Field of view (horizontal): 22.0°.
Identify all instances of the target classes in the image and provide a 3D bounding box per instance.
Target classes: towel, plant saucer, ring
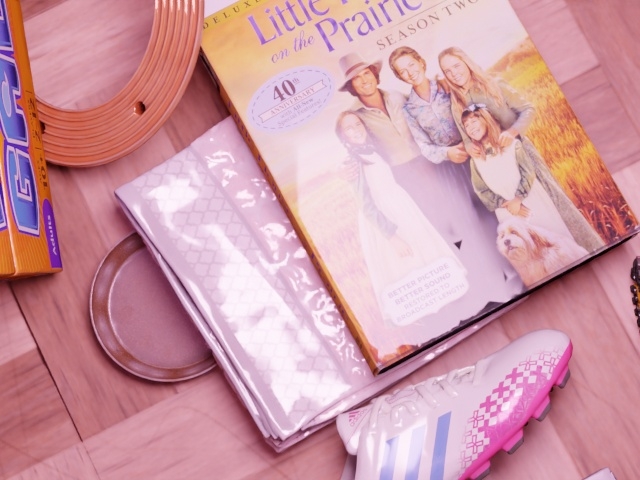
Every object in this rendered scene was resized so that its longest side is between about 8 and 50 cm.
[{"bbox_3d":[0.000,0.000,1.693,0.317,0.053,0.331,-32,81,-10],"label":"towel"},{"bbox_3d":[-0.155,0.065,1.720,0.169,0.029,0.168,-1,79,4],"label":"plant saucer"},{"bbox_3d":[-0.248,-0.244,1.706,0.337,0.032,0.336,3,95,33],"label":"ring"}]

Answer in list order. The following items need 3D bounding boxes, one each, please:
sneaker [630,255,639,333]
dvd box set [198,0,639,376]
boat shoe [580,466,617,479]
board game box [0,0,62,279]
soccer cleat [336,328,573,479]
[{"bbox_3d":[0.377,0.117,1.647,0.093,0.088,0.225,-9,79,1],"label":"sneaker"},{"bbox_3d":[0.089,-0.118,1.664,0.308,0.062,0.420,-27,81,-7],"label":"dvd box set"},{"bbox_3d":[0.175,0.333,1.617,0.301,0.108,0.102,-25,78,-8],"label":"boat shoe"},{"bbox_3d":[-0.487,-0.113,1.572,0.356,0.356,0.356,-9,89,6],"label":"board game box"},{"bbox_3d":[0.105,0.186,1.631,0.143,0.116,0.331,44,86,-2],"label":"soccer cleat"}]
